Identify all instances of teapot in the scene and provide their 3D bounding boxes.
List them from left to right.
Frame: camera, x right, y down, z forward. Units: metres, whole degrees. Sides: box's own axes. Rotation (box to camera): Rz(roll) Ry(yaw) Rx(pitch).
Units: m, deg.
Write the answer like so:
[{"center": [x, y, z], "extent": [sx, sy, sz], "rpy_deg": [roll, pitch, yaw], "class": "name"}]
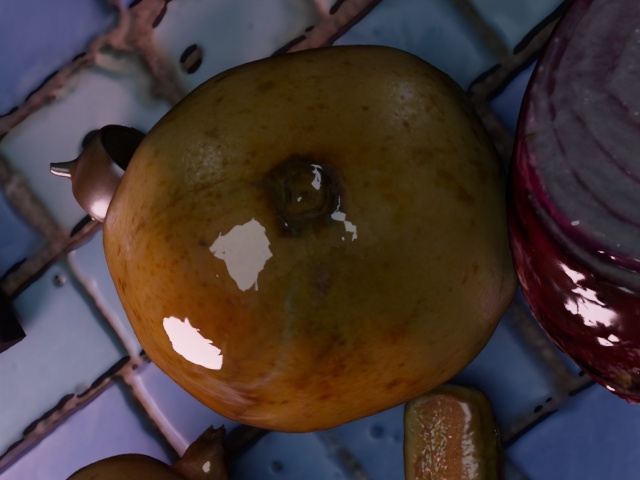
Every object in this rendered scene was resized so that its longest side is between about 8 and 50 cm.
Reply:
[{"center": [-0.155, -0.040, 1.236], "extent": [0.121, 0.076, 0.068], "rpy_deg": [30, 117, -19], "class": "teapot"}]

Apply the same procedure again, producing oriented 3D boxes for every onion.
[{"center": [0.282, -0.034, 1.006], "extent": [0.282, 0.260, 0.336], "rpy_deg": [18, 68, 29], "class": "onion"}]

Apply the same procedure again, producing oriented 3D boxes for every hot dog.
[{"center": [0.104, 0.247, 1.192], "extent": [0.088, 0.061, 0.286], "rpy_deg": [5, 99, 20], "class": "hot dog"}]

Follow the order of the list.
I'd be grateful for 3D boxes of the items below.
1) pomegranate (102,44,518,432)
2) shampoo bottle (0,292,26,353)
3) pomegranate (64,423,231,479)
[{"center": [-0.008, -0.003, 1.075], "extent": [0.307, 0.307, 0.307], "rpy_deg": [2, 97, 16], "class": "pomegranate"}, {"center": [-0.368, -0.023, 1.298], "extent": [0.098, 0.071, 0.309], "rpy_deg": [-33, 86, 18], "class": "shampoo bottle"}, {"center": [-0.131, 0.263, 1.191], "extent": [0.207, 0.207, 0.207], "rpy_deg": [2, 97, 16], "class": "pomegranate"}]
